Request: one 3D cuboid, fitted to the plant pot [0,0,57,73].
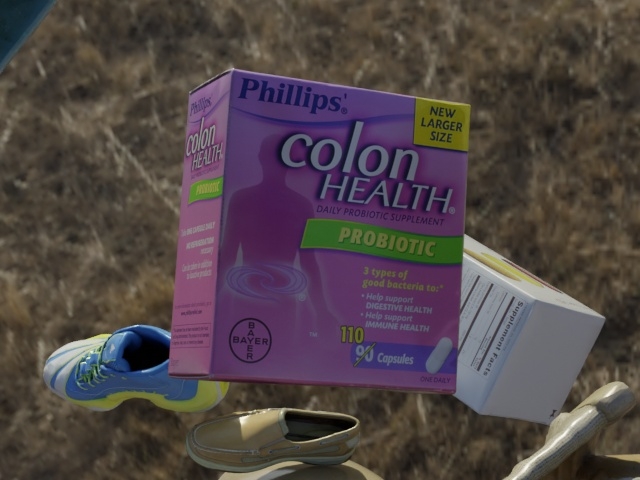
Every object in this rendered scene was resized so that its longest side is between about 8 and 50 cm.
[{"bbox_3d":[-0.342,-0.266,0.944,0.334,0.341,0.341,38,63,-1],"label":"plant pot"}]

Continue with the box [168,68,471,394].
[{"bbox_3d":[0.000,0.000,1.188,0.213,0.117,0.243,7,82,-22],"label":"box"}]

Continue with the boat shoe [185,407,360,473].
[{"bbox_3d":[-0.050,0.205,1.563,0.189,0.072,0.068,-3,57,-14],"label":"boat shoe"}]

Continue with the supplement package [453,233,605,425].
[{"bbox_3d":[0.157,0.079,1.560,0.244,0.139,0.134,33,103,42],"label":"supplement package"}]

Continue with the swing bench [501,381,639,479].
[{"bbox_3d":[0.116,0.202,0.671,0.253,0.165,0.254,-36,25,-26],"label":"swing bench"}]

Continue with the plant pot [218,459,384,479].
[{"bbox_3d":[0.020,0.369,1.592,0.191,0.284,0.284,-9,42,48],"label":"plant pot"}]

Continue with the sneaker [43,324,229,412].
[{"bbox_3d":[-0.222,0.127,1.588,0.240,0.126,0.091,-1,61,25],"label":"sneaker"}]
